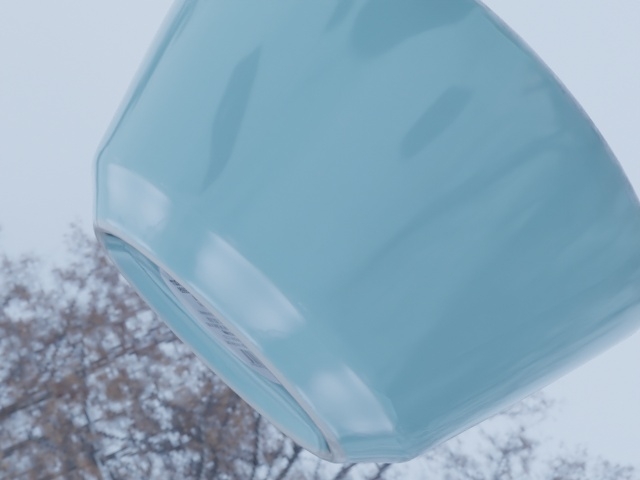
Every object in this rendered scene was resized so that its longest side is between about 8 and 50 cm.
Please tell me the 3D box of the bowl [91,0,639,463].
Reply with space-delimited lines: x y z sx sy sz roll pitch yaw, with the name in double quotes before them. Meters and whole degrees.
"bowl" 0.000 0.000 0.537 0.311 0.163 0.311 39 -16 14
